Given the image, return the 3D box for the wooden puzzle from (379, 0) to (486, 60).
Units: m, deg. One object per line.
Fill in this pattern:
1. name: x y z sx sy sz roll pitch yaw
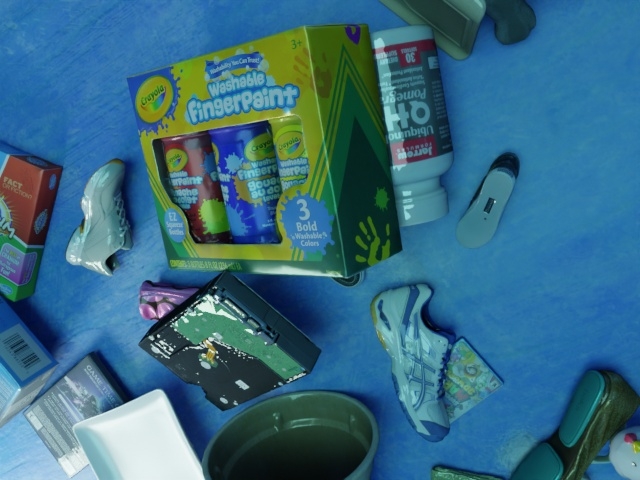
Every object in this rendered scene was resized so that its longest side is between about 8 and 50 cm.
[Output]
1. wooden puzzle: 0.167 -0.397 1.066 0.221 0.238 0.044 39 92 5

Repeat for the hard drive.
1. hard drive: -0.183 0.204 1.273 0.237 0.064 0.339 41 139 -12

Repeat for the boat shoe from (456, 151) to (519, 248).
1. boat shoe: 0.303 -0.068 1.183 0.065 0.083 0.183 29 134 9

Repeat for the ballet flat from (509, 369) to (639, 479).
1. ballet flat: 0.468 0.391 1.214 0.124 0.116 0.342 25 104 -10

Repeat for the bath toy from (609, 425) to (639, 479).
1. bath toy: 0.625 0.272 1.081 0.348 0.129 0.151 -42 90 5

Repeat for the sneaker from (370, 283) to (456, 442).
1. sneaker: 0.197 0.225 1.232 0.131 0.112 0.296 -20 88 17

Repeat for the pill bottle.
1. pill bottle: 0.131 -0.191 1.141 0.176 0.176 0.319 -9 101 18

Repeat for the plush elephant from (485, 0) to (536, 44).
1. plush elephant: 0.280 -0.501 1.008 0.272 0.330 0.255 -32 58 47

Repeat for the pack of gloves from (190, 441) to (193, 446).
1. pack of gloves: -0.375 0.495 1.509 0.232 0.046 0.195 23 106 21

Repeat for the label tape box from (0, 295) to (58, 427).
1. label tape box: -0.770 0.290 1.524 0.249 0.115 0.347 48 131 2

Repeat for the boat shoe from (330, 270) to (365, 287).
1. boat shoe: 0.000 0.000 1.273 0.080 0.076 0.228 -33 91 20

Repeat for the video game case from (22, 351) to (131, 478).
1. video game case: -0.550 0.405 1.530 0.274 0.026 0.196 -39 86 22

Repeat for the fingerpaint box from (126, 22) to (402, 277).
1. fingerpaint box: -0.110 -0.138 1.138 0.444 0.163 0.371 1 105 41

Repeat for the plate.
1. plate: -0.373 0.476 1.442 0.277 0.045 0.278 -26 92 22

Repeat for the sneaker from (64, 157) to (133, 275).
1. sneaker: -0.434 -0.044 1.389 0.121 0.099 0.262 26 115 2

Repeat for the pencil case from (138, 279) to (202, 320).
1. pencil case: -0.275 0.128 1.367 0.209 0.098 0.095 3 73 14

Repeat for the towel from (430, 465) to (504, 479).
1. towel: 0.289 0.507 1.319 0.148 0.027 0.110 7 104 14

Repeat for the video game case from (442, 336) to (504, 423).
1. video game case: 0.252 0.280 1.290 0.166 0.015 0.119 -43 88 20

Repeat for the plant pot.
1. plant pot: -0.027 0.511 1.282 0.333 0.334 0.305 -6 111 17

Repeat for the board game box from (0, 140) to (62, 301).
1. board game box: -0.724 -0.057 1.476 0.242 0.064 0.317 22 106 11
